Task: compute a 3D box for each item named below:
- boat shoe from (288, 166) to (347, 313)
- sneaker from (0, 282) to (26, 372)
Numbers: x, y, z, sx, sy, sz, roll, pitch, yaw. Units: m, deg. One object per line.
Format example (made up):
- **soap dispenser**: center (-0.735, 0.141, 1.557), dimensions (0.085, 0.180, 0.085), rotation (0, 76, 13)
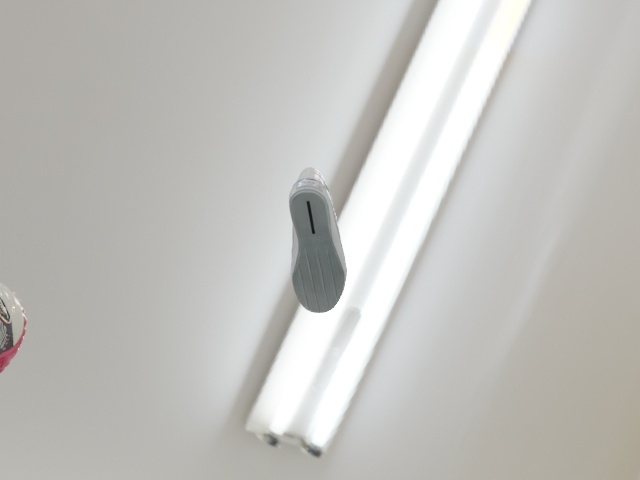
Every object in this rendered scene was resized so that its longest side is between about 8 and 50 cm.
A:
- **boat shoe**: center (0.000, 0.000, 1.248), dimensions (0.083, 0.075, 0.226), rotation (3, -53, 6)
- **sneaker**: center (-0.533, 0.078, 1.227), dimensions (0.121, 0.299, 0.112), rotation (-51, -23, 5)
